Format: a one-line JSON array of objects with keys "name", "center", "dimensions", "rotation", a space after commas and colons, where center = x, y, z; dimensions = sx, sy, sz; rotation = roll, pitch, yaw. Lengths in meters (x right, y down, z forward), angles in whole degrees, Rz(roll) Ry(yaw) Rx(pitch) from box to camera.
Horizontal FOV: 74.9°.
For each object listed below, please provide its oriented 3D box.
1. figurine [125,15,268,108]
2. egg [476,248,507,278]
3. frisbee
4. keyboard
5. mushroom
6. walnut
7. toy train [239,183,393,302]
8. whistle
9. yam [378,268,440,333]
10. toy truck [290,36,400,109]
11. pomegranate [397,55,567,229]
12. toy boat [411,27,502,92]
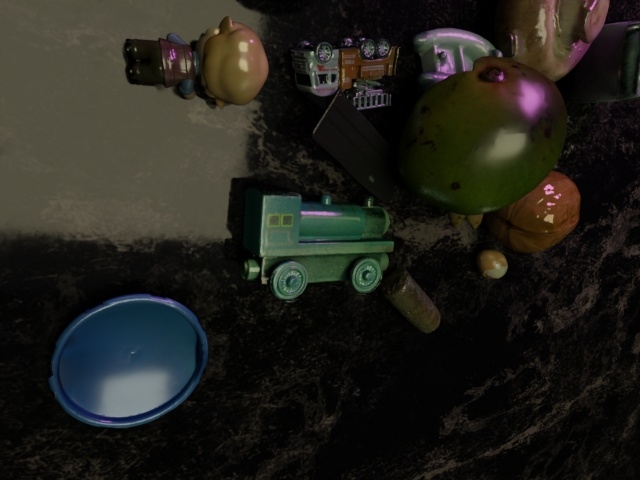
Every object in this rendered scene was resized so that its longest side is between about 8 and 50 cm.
[{"name": "figurine", "center": [-0.175, -0.256, 0.614], "dimensions": [0.196, 0.108, 0.114], "rotation": [-6, 99, -9]}, {"name": "egg", "center": [0.427, 0.056, 1.046], "dimensions": [0.083, 0.071, 0.071], "rotation": [31, 89, -29]}, {"name": "frisbee", "center": [-0.313, 0.198, 0.699], "dimensions": [0.242, 0.045, 0.241], "rotation": [-9, 110, -26]}, {"name": "keyboard", "center": [0.120, -0.143, 0.818], "dimensions": [0.381, 0.041, 0.103], "rotation": [32, 90, -41]}, {"name": "mushroom", "center": [0.461, -0.437, 0.849], "dimensions": [0.255, 0.184, 0.254], "rotation": [-20, 121, -36]}, {"name": "walnut", "center": [0.502, -0.071, 0.982], "dimensions": [0.222, 0.195, 0.195], "rotation": [-13, 111, -27]}, {"name": "toy train", "center": [0.000, 0.000, 0.770], "dimensions": [0.299, 0.120, 0.193], "rotation": [-1, 101, -29]}, {"name": "whistle", "center": [0.680, -0.388, 0.912], "dimensions": [0.189, 0.404, 0.168], "rotation": [0, 111, 14]}, {"name": "yam", "center": [0.207, 0.138, 0.949], "dimensions": [0.078, 0.078, 0.179], "rotation": [-50, 122, -6]}, {"name": "toy truck", "center": [0.040, -0.287, 0.725], "dimensions": [0.178, 0.080, 0.115], "rotation": [-15, 122, -26]}, {"name": "pomegranate", "center": [0.313, -0.146, 0.785], "dimensions": [0.310, 0.216, 0.358], "rotation": [-31, 139, -16]}, {"name": "toy boat", "center": [0.271, -0.347, 0.810], "dimensions": [0.208, 0.079, 0.134], "rotation": [-4, 83, -26]}]
